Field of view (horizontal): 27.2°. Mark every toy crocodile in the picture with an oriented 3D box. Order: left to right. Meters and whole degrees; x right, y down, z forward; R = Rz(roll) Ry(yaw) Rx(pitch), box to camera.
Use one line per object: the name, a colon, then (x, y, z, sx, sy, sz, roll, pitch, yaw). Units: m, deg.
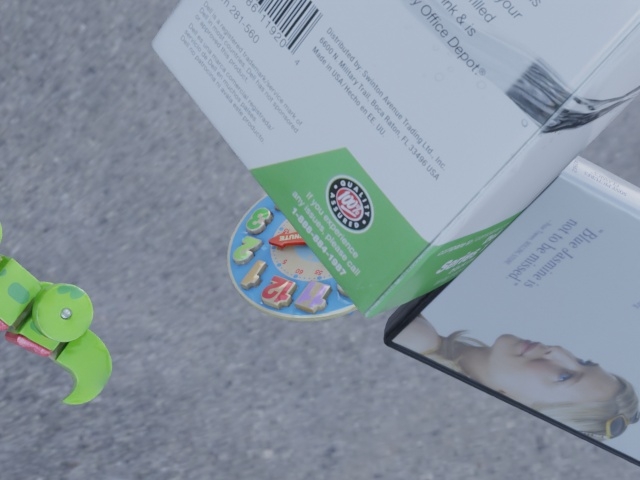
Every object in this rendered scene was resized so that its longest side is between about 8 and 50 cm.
toy crocodile: (-0.361, 0.050, 1.468, 0.340, 0.115, 0.105, 45, 71, -20)

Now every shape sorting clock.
shape sorting clock: (0.000, 0.000, 1.395, 0.206, 0.206, 0.040, -63, 149, -28)

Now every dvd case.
dvd case: (0.183, 0.060, 0.722, 0.253, 0.180, 0.022, 26, 48, -12)

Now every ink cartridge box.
ink cartridge box: (0.054, -0.102, 0.532, 0.160, 0.219, 0.092, 52, 35, 15)
